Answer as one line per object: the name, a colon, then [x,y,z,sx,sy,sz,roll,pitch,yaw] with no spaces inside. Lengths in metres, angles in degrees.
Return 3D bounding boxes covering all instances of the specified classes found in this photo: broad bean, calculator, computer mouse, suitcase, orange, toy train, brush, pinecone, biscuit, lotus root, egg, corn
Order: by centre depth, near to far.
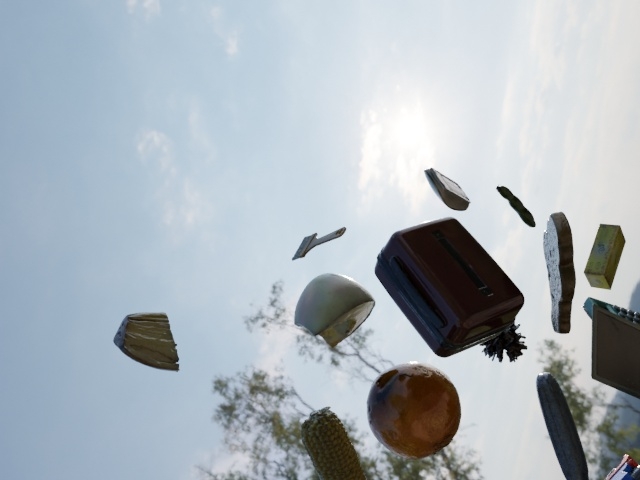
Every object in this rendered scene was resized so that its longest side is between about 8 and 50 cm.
corn: [0.040,0.460,1.171,0.091,0.091,0.260,-27,-88,-29]
lotus root: [-0.392,0.226,1.300,0.135,0.159,0.095,25,-59,-36]
suitcase: [0.285,0.099,1.332,0.236,0.297,0.161,-16,-35,-31]
toy train: [0.686,0.596,1.347,0.204,0.083,0.131,-41,-13,-12]
biscuit: [0.561,0.080,1.372,0.183,0.047,0.320,-60,-37,-69]
orange: [0.238,0.430,1.515,0.246,0.246,0.246,-29,-54,-50]
egg: [0.033,0.178,1.664,0.206,0.162,0.271,-42,-21,8]
pinecone: [0.529,0.289,1.686,0.140,0.121,0.140,-45,-11,-12]
brush: [0.000,0.000,1.840,0.013,0.272,0.103,40,-121,-18]
computer mouse: [0.398,-0.159,1.861,0.056,0.126,0.245,-40,-28,24]
calculator: [1.070,0.300,2.033,0.248,0.274,0.058,-81,9,-66]
broad bean: [0.810,-0.145,2.423,0.254,0.046,0.065,44,-142,-12]

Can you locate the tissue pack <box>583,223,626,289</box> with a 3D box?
tissue pack: [0.851,0.048,1.753,0.095,0.062,0.176,46,-117,-41]

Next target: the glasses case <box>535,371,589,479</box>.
glasses case: [0.583,0.459,1.415,0.109,0.067,0.283,19,-125,-58]

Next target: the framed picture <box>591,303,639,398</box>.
framed picture: [0.900,0.341,1.723,0.296,0.019,0.232,24,-118,-17]
